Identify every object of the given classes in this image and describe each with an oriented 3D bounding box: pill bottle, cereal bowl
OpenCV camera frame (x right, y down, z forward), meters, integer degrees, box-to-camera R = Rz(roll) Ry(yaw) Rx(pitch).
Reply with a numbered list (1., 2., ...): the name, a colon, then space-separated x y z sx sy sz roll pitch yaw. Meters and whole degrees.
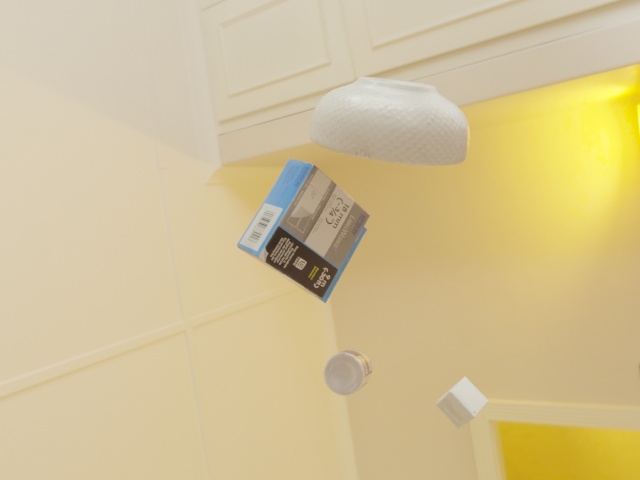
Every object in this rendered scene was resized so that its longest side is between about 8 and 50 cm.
1. pill bottle: 0.081 0.345 1.332 0.180 0.108 0.107 26 -119 -72
2. cereal bowl: 0.149 -0.263 1.055 0.339 0.339 0.141 -30 -48 -57

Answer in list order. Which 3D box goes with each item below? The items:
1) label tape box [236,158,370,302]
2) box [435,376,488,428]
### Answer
1. label tape box: 0.000 0.000 1.198 0.334 0.106 0.240 37 -101 -40
2. box: 0.431 0.494 1.526 0.102 0.087 0.101 -23 -118 -44
